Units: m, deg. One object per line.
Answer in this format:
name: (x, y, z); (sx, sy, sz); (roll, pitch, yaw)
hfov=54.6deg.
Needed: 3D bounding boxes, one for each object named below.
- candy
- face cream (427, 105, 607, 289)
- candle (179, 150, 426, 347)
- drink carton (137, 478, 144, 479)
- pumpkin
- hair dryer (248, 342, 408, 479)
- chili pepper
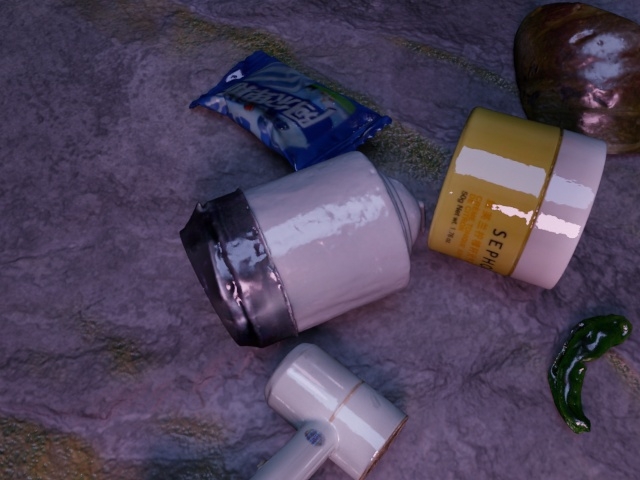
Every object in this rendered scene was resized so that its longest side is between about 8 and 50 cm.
candy: (-0.061, -0.215, 1.035); (0.187, 0.077, 0.331); (-40, 57, -18)
face cream: (0.269, -0.061, 0.875); (0.179, 0.218, 0.218); (19, 67, 13)
candle: (0.000, 0.000, 0.860); (0.343, 0.221, 0.221); (-23, 66, -7)
drink carton: (-0.119, 0.352, 0.769); (0.223, 0.096, 0.071); (7, 65, 7)
pumpkin: (0.422, -0.267, 1.008); (0.312, 0.148, 0.169); (36, 68, 22)
hair dryer: (-0.049, 0.258, 0.717); (0.173, 0.107, 0.357); (34, 33, 19)
chili pepper: (0.364, 0.171, 0.854); (0.073, 0.050, 0.182); (31, 72, 9)
